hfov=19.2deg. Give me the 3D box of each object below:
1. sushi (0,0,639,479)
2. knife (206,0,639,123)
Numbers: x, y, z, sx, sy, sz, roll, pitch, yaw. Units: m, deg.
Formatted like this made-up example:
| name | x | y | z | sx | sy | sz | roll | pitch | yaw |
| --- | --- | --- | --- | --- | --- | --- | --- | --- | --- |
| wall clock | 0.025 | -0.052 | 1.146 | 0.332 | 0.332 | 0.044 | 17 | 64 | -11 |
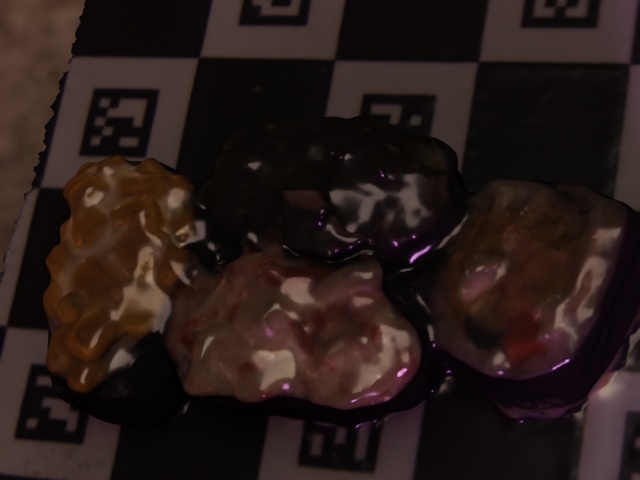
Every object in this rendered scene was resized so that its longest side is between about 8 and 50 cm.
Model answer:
| name | x | y | z | sx | sy | sz | roll | pitch | yaw |
| --- | --- | --- | --- | --- | --- | --- | --- | --- | --- |
| sushi | 0.000 | 0.000 | 0.497 | 0.215 | 0.050 | 0.192 | 8 | 72 | 22 |
| knife | 0.145 | -0.085 | 0.536 | 0.365 | 0.043 | 0.089 | -9 | 58 | 17 |
